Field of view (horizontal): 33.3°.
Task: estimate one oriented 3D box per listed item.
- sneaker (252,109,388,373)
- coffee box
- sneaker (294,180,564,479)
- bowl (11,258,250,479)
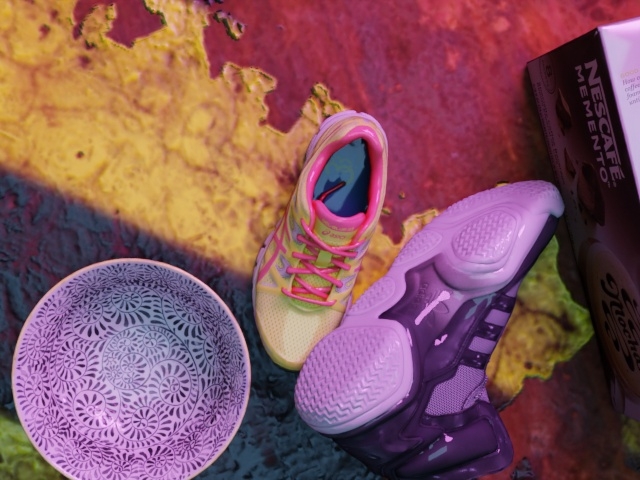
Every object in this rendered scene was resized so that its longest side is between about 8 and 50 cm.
[{"bbox_3d":[0.000,0.000,0.804,0.081,0.094,0.209,14,92,-7],"label":"sneaker"},{"bbox_3d":[0.264,-0.016,0.791,0.118,0.168,0.297,-15,93,-5],"label":"coffee box"},{"bbox_3d":[0.109,0.081,0.819,0.268,0.101,0.153,-44,116,-20],"label":"sneaker"},{"bbox_3d":[-0.137,0.097,0.800,0.170,0.080,0.170,0,91,-5],"label":"bowl"}]
